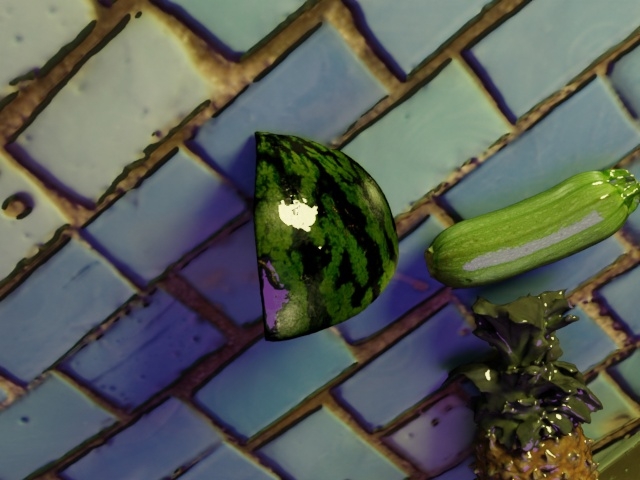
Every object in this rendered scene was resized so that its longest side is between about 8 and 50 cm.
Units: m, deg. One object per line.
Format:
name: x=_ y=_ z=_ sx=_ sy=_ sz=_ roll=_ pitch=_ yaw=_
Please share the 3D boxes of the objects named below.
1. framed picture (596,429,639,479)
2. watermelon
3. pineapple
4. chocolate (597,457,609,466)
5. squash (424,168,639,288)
framed picture: x=0.357 y=0.297 z=1.023 sx=0.293 sy=0.231 sz=0.018 roll=-41 pitch=106 yaw=12
watermelon: x=0.010 y=-0.003 z=0.874 sx=0.145 sy=0.137 sz=0.193 roll=-1 pitch=82 yaw=-4
pineapple: x=0.219 y=0.188 z=1.017 sx=0.170 sy=0.141 sz=0.310 roll=1 pitch=120 yaw=23
chocolate: x=0.455 y=0.473 z=1.129 sx=0.383 sy=0.384 sz=0.331 roll=-36 pitch=135 yaw=17
squash: x=0.208 y=-0.009 z=0.913 sx=0.219 sy=0.068 sz=0.077 roll=-24 pitch=118 yaw=9
